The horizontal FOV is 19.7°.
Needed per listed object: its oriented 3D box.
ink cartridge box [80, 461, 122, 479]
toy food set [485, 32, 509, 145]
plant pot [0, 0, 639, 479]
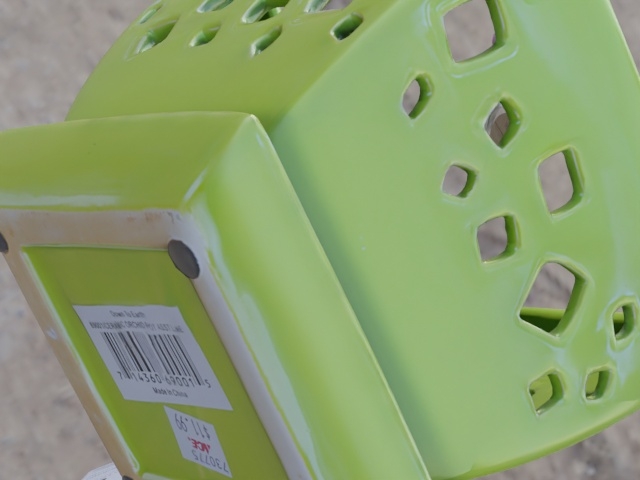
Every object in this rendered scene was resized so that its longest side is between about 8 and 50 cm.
[{"bbox_3d":[-0.134,0.311,1.725,0.270,0.198,0.197,-50,117,-77],"label":"ink cartridge box"},{"bbox_3d":[0.132,-0.105,1.266,0.019,0.122,0.078,-12,65,-24],"label":"toy food set"},{"bbox_3d":[0.000,0.000,0.791,0.207,0.228,0.227,-37,113,-31],"label":"plant pot"}]
